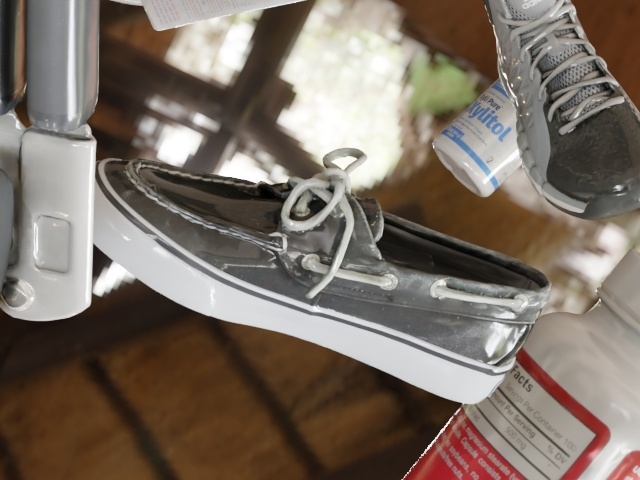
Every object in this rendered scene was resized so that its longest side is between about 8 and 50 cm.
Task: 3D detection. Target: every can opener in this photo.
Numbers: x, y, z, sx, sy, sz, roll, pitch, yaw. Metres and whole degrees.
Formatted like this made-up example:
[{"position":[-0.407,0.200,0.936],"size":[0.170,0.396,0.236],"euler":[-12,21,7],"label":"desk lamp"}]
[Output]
[{"position":[-0.145,-0.075,0.926],"size":[0.074,0.280,0.093],"euler":[11,-155,9],"label":"can opener"}]

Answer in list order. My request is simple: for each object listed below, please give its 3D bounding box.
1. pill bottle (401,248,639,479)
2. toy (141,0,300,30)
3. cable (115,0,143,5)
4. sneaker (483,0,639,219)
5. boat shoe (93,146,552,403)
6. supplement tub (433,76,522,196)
[{"position":[0.221,0.216,1.758],"size":[0.229,0.407,0.229],"euler":[38,-173,-6],"label":"pill bottle"},{"position":[-0.053,-0.227,1.464],"size":[0.237,0.056,0.137],"euler":[-17,-108,-27],"label":"toy"},{"position":[-0.158,-0.329,1.730],"size":[0.257,0.257,0.089],"euler":[33,-140,-23],"label":"cable"},{"position":[0.148,-0.118,1.258],"size":[0.228,0.086,0.132],"euler":[-112,-1,-53],"label":"sneaker"},{"position":[0.001,0.002,1.184],"size":[0.306,0.105,0.113],"euler":[24,-155,-15],"label":"boat shoe"},{"position":[0.158,-0.097,1.698],"size":[0.071,0.107,0.071],"euler":[45,175,5],"label":"supplement tub"}]
